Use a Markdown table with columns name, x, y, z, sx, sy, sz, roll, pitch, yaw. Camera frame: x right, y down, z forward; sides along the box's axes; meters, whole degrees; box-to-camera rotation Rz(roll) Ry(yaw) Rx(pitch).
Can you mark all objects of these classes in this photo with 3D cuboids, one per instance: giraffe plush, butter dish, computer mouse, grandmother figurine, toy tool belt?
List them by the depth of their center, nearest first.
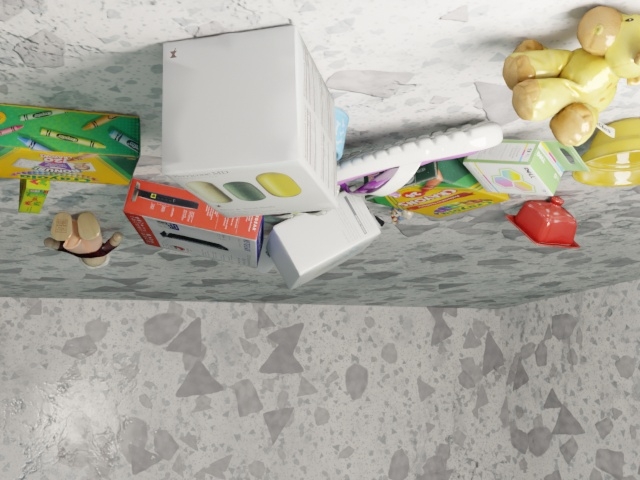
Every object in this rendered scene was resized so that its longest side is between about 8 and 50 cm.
| name | x | y | z | sx | sy | sz | roll | pitch | yaw |
| --- | --- | --- | --- | --- | --- | --- | --- | --- | --- |
| giraffe plush | 0.380 | -0.240 | 1.030 | 0.210 | 0.181 | 0.170 | 14 | 140 | -22 |
| toy tool belt | 0.201 | -0.078 | 1.943 | 0.051 | 0.052 | 0.083 | 39 | 146 | -21 |
| butter dish | 0.591 | -0.060 | 1.949 | 0.160 | 0.118 | 0.160 | 5 | -151 | -26 |
| computer mouse | 0.121 | -0.050 | 2.046 | 0.106 | 0.042 | 0.193 | -10 | 165 | 28 |
| grandmother figurine | -0.646 | 0.011 | 2.061 | 0.207 | 0.104 | 0.342 | 7 | 164 | -3 |

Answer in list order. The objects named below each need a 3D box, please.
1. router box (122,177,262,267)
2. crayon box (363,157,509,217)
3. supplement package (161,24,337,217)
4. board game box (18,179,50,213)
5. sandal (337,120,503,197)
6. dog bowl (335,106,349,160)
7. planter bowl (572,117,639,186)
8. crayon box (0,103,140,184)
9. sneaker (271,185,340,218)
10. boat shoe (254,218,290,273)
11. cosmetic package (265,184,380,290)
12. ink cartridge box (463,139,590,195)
| name | x | y | z | sx | sy | sz | roll | pitch | yaw |
| --- | --- | --- | --- | --- | --- | --- | --- | --- | --- |
| router box | -0.288 | -0.034 | 1.799 | 0.301 | 0.082 | 0.335 | 12 | 167 | -1 |
| crayon box | 0.275 | -0.121 | 1.671 | 0.318 | 0.081 | 0.202 | 9 | 163 | -43 |
| supplement package | -0.097 | -0.164 | 1.140 | 0.199 | 0.198 | 0.262 | -4 | 167 | 12 |
| board game box | -0.567 | -0.120 | 1.492 | 0.043 | 0.092 | 0.181 | 3 | 166 | -26 |
| sandal | 0.137 | -0.128 | 1.413 | 0.416 | 0.102 | 0.169 | -12 | -169 | 24 |
| dog bowl | -0.080 | -0.171 | 1.398 | 0.297 | 0.074 | 0.166 | -12 | 164 | 39 |
| planter bowl | 0.595 | -0.177 | 1.449 | 0.217 | 0.090 | 0.217 | 0 | 167 | 0 |
| crayon box | -0.469 | -0.166 | 1.331 | 0.278 | 0.081 | 0.165 | 2 | 166 | -20 |
| sneaker | -0.063 | -0.106 | 1.634 | 0.118 | 0.107 | 0.279 | 14 | 160 | -36 |
| boat shoe | -0.087 | 0.004 | 2.141 | 0.102 | 0.108 | 0.301 | -34 | 178 | -42 |
| cosmetic package | 0.000 | 0.000 | 1.840 | 0.224 | 0.138 | 0.224 | -27 | 173 | -13 |
| ink cartridge box | 0.393 | -0.140 | 1.449 | 0.209 | 0.062 | 0.109 | 9 | 157 | 46 |
